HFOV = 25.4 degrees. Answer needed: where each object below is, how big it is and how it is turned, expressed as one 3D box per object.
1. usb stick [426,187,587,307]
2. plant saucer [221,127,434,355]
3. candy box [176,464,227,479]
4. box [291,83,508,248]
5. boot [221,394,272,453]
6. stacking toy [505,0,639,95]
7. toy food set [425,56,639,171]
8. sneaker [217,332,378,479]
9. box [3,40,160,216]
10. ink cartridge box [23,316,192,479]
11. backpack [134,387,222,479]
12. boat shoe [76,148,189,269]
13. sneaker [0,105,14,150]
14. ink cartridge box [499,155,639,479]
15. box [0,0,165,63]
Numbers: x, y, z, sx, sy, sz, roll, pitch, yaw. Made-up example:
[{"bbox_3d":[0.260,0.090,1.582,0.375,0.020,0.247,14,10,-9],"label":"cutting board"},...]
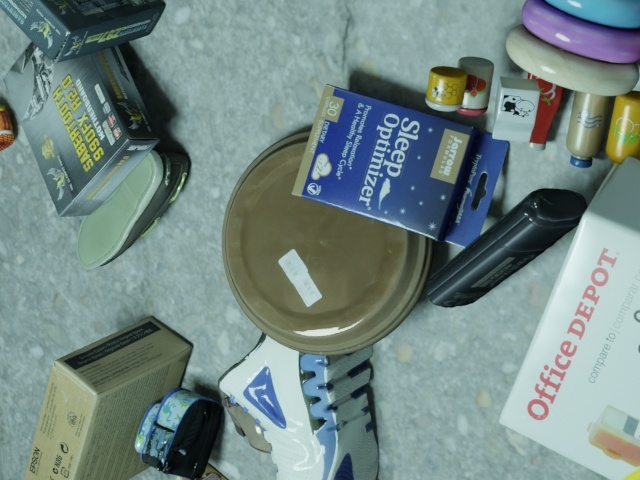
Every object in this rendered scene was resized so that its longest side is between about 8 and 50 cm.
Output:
[{"bbox_3d":[0.198,0.012,1.552,0.278,0.077,0.045,132,128,-60],"label":"usb stick"},{"bbox_3d":[0.000,0.000,1.700,0.278,0.041,0.277,-1,88,23],"label":"plant saucer"},{"bbox_3d":[-0.133,0.408,2.007,0.187,0.053,0.109,36,125,17],"label":"candy box"},{"bbox_3d":[0.090,-0.085,1.626,0.225,0.036,0.136,18,93,20],"label":"box"},{"bbox_3d":[-0.087,0.233,1.909,0.118,0.042,0.087,16,125,37],"label":"boot"},{"bbox_3d":[0.296,-0.316,1.392,0.141,0.141,0.330,27,114,24],"label":"stacking toy"},{"bbox_3d":[0.224,-0.125,1.503,0.232,0.111,0.104,6,115,0],"label":"toy food set"},{"bbox_3d":[-0.032,0.227,1.834,0.182,0.127,0.315,10,106,36],"label":"sneaker"},{"bbox_3d":[-0.320,-0.175,1.872,0.183,0.056,0.231,-41,65,37],"label":"box"},{"bbox_3d":[-0.297,0.243,1.968,0.088,0.193,0.234,34,123,23],"label":"ink cartridge box"},{"bbox_3d":[-0.196,0.262,1.955,0.084,0.105,0.114,20,84,32],"label":"backpack"},{"bbox_3d":[-0.253,-0.038,1.907,0.228,0.069,0.081,-47,62,37],"label":"boat shoe"},{"bbox_3d":[-0.505,-0.147,2.061,0.175,0.064,0.067,-23,74,34],"label":"sneaker"},{"bbox_3d":[0.408,0.131,1.419,0.385,0.160,0.279,26,122,15],"label":"ink cartridge box"},{"bbox_3d":[-0.336,-0.335,1.781,0.232,0.183,0.059,45,127,12],"label":"box"}]
